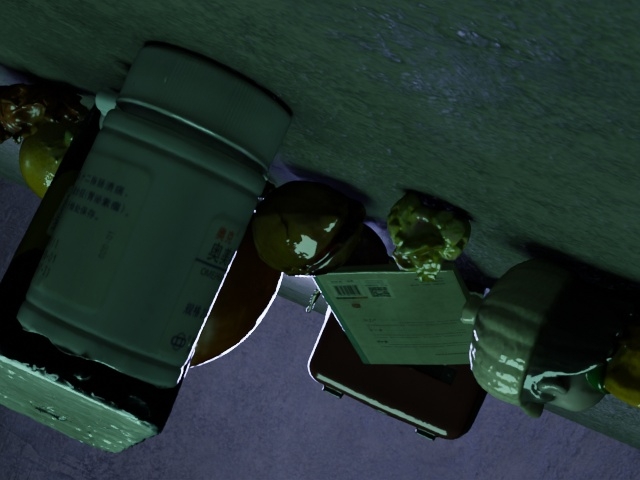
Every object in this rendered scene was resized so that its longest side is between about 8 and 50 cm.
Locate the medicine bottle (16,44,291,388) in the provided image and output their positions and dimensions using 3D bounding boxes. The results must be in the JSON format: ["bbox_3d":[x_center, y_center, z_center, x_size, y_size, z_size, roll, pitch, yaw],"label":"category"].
[{"bbox_3d":[-0.176,-0.027,1.526,0.190,0.332,0.190,24,178,1],"label":"medicine bottle"}]

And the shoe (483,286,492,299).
[{"bbox_3d":[0.317,0.123,1.963,0.251,0.100,0.103,40,147,58],"label":"shoe"}]

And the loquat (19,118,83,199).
[{"bbox_3d":[-0.391,-0.127,2.240,0.172,0.149,0.204,26,159,-2],"label":"loquat"}]

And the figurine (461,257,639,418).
[{"bbox_3d":[0.324,0.114,1.623,0.332,0.185,0.204,-7,119,42],"label":"figurine"}]

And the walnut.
[{"bbox_3d":[-0.019,-0.015,1.888,0.137,0.137,0.245,27,172,-16],"label":"walnut"}]

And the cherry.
[{"bbox_3d":[0.000,0.000,2.029,0.225,0.107,0.090,27,153,-2],"label":"cherry"}]

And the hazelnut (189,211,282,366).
[{"bbox_3d":[-0.238,0.049,2.353,0.372,0.372,0.315,18,126,44],"label":"hazelnut"}]

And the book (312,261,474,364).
[{"bbox_3d":[0.123,0.109,2.037,0.215,0.025,0.283,-2,149,17],"label":"book"}]

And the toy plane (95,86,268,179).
[{"bbox_3d":[-0.176,-0.113,1.731,0.244,0.117,0.245,23,174,3],"label":"toy plane"}]

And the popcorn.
[{"bbox_3d":[0.119,-0.007,1.668,0.097,0.089,0.109,38,173,-15],"label":"popcorn"}]

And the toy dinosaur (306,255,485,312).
[{"bbox_3d":[0.167,0.104,2.156,0.327,0.113,0.206,19,173,-17],"label":"toy dinosaur"}]

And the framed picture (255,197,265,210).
[{"bbox_3d":[-0.117,-0.078,2.202,0.184,0.016,0.250,26,173,-14],"label":"framed picture"}]

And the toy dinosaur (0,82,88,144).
[{"bbox_3d":[-0.499,-0.190,2.134,0.208,0.097,0.432,-15,-167,-30],"label":"toy dinosaur"}]

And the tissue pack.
[{"bbox_3d":[-0.278,0.043,1.920,0.264,0.416,0.253,28,154,-12],"label":"tissue pack"}]

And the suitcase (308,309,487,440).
[{"bbox_3d":[0.148,0.184,2.380,0.297,0.236,0.161,23,-176,12],"label":"suitcase"}]

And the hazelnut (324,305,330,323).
[{"bbox_3d":[0.120,0.172,2.585,0.218,0.218,0.234,19,172,37],"label":"hazelnut"}]
